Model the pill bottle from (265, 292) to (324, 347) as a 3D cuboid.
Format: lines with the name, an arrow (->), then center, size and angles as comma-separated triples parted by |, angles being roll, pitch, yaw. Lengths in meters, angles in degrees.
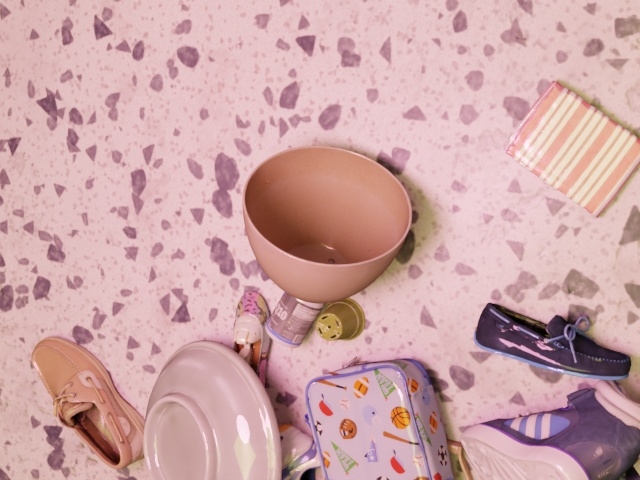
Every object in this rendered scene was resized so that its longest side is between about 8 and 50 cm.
pill bottle -> -0.040, 0.125, 1.635 | 0.078, 0.078, 0.137 | 35, 108, 16

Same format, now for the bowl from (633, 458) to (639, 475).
bowl -> 0.559, 0.420, 1.430 | 0.142, 0.053, 0.142 | 36, 108, 15

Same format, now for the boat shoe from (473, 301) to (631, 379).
boat shoe -> 0.381, 0.164, 1.447 | 0.258, 0.109, 0.089 | 12, 98, 19

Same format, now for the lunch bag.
lunch bag -> 0.098, 0.359, 1.577 | 0.243, 0.115, 0.304 | -17, 83, 30

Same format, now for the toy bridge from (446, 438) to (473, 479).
toy bridge -> 0.243, 0.457, 1.584 | 0.063, 0.026, 0.188 | 9, 99, 21

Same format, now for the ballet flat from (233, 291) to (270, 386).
ballet flat -> -0.141, 0.212, 1.689 | 0.076, 0.079, 0.222 | 7, 99, 21

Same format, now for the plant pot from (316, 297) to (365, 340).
plant pot -> 0.030, 0.152, 1.608 | 0.083, 0.079, 0.083 | 3, 98, 22

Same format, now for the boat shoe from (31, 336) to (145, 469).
boat shoe -> -0.497, 0.335, 1.839 | 0.341, 0.110, 0.122 | 41, 110, 13

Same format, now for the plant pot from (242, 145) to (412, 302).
plant pot -> 0.000, 0.000, 1.523 | 0.284, 0.284, 0.191 | 30, 139, 17

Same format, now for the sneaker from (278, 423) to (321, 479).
sneaker -> -0.071, 0.508, 1.680 | 0.130, 0.112, 0.297 | 21, 105, 19

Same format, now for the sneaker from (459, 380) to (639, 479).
sneaker -> 0.403, 0.319, 1.452 | 0.130, 0.236, 0.322 | 62, 158, -6

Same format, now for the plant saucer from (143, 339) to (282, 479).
plant saucer -> -0.239, 0.393, 1.667 | 0.400, 0.100, 0.401 | 1, 91, 45

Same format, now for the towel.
towel -> 0.417, -0.150, 1.434 | 0.197, 0.029, 0.144 | 38, 109, 12
